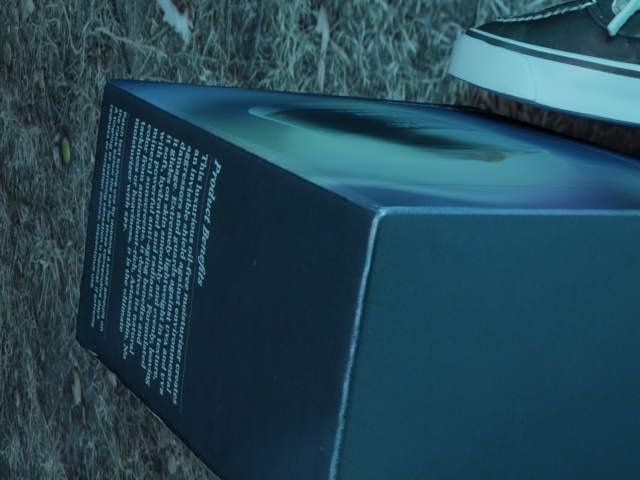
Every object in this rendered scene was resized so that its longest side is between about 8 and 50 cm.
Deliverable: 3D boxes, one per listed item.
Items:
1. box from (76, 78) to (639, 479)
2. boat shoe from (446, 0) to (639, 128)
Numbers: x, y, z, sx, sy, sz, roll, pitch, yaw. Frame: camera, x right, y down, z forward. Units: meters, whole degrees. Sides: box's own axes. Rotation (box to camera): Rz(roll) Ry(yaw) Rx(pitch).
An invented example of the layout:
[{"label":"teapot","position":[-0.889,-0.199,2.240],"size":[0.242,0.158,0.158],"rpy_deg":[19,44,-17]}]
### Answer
[{"label":"box","position":[0.058,0.024,0.655],"size":[0.294,0.296,0.183],"rpy_deg":[30,115,52]},{"label":"boat shoe","position":[0.195,-0.108,0.607],"size":[0.306,0.113,0.105],"rpy_deg":[20,101,53]}]
